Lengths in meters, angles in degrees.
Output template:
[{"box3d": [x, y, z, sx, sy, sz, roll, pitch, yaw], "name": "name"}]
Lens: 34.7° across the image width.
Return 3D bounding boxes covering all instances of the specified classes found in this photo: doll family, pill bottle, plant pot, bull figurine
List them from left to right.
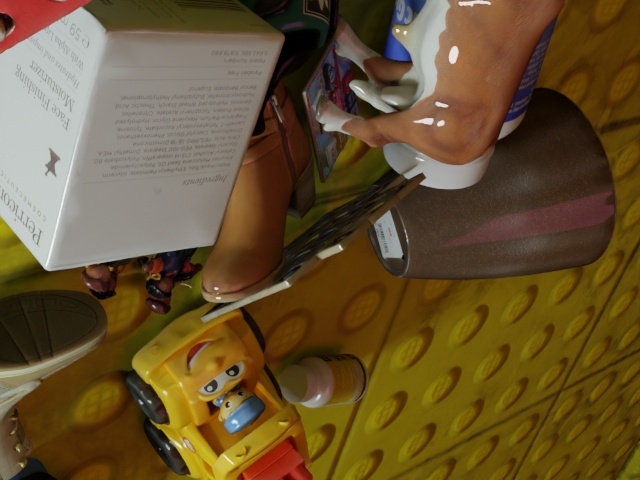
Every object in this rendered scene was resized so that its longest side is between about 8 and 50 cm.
[{"box3d": [-0.157, 0.012, 0.918, 0.193, 0.076, 0.111, 17, 92, -50], "name": "doll family"}, {"box3d": [0.003, 0.177, 1.294, 0.116, 0.065, 0.065, 3, 122, -52], "name": "pill bottle"}, {"box3d": [0.115, -0.192, 0.822, 0.188, 0.101, 0.310, 12, 128, -6], "name": "bull figurine"}, {"box3d": [0.139, -0.188, 0.985, 0.152, 0.152, 0.272, -22, 139, -35], "name": "pill bottle"}, {"box3d": [0.174, -0.041, 1.164, 0.230, 0.215, 0.215, -18, 139, -18], "name": "plant pot"}]

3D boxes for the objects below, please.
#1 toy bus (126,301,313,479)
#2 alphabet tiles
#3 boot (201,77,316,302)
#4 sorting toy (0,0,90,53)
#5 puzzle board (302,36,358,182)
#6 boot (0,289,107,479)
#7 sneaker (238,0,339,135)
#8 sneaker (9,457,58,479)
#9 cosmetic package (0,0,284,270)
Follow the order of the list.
[{"box3d": [-0.084, 0.200, 1.081, 0.149, 0.211, 0.220, -33, 143, -20], "name": "toy bus"}, {"box3d": [0.000, 0.000, 0.989, 0.198, 0.009, 0.237, -40, -172, -31], "name": "alphabet tiles"}, {"box3d": [-0.068, -0.054, 0.908, 0.197, 0.073, 0.152, -63, 148, -45], "name": "boot"}, {"box3d": [-0.256, -0.155, 0.511, 0.255, 0.089, 0.257, -28, 155, 7], "name": "sorting toy"}, {"box3d": [0.013, -0.130, 0.988, 0.128, 0.011, 0.096, 77, 31, -52], "name": "puzzle board"}, {"box3d": [-0.274, 0.136, 0.896, 0.213, 0.077, 0.165, -23, 142, -12], "name": "boot"}, {"box3d": [-0.019, -0.219, 0.795, 0.108, 0.121, 0.302, 5, 119, -51], "name": "sneaker"}, {"box3d": [-0.269, 0.317, 1.096, 0.081, 0.090, 0.232, -40, 147, -12], "name": "sneaker"}, {"box3d": [-0.149, -0.101, 0.737, 0.151, 0.151, 0.184, -9, 130, -44], "name": "cosmetic package"}]
